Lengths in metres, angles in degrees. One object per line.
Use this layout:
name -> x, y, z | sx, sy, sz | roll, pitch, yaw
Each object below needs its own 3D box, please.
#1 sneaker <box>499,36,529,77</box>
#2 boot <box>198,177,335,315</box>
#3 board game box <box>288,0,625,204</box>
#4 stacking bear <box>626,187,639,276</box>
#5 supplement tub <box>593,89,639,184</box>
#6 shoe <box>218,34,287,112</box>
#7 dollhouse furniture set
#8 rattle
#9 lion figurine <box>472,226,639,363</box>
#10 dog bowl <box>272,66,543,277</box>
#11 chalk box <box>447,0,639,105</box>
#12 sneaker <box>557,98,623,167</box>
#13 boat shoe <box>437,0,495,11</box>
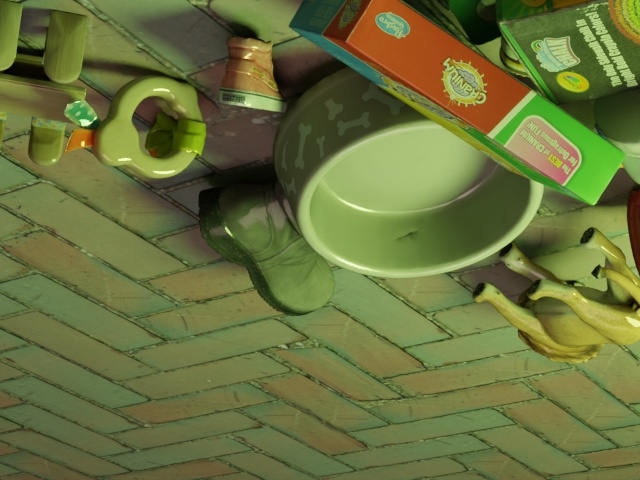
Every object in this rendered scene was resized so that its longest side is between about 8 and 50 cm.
sneaker -> 0.294, -0.218, 1.682 | 0.185, 0.070, 0.084 | 1, 159, 1
boot -> 0.000, 0.000, 2.114 | 0.222, 0.118, 0.338 | -16, 153, 22
board game box -> 0.137, -0.161, 1.586 | 0.316, 0.064, 0.242 | 31, -178, -18
stacking bear -> 0.571, -0.017, 1.985 | 0.289, 0.164, 0.175 | -1, 154, -3
supplement tub -> 0.437, -0.098, 1.613 | 0.191, 0.191, 0.272 | -20, 135, 38
shoe -> -0.074, -0.196, 1.770 | 0.063, 0.081, 0.178 | 10, -175, 11
dollhouse furniture set -> -0.401, -0.158, 1.758 | 0.242, 0.161, 0.212 | 9, 153, -13
rattle -> -0.251, -0.135, 1.833 | 0.199, 0.130, 0.142 | -18, -155, -32
lion figurine -> 0.378, 0.100, 2.153 | 0.240, 0.142, 0.392 | 36, 171, -15
dog bowl -> 0.117, -0.080, 1.866 | 0.348, 0.102, 0.349 | -5, 142, -4
chalk box -> 0.273, -0.260, 1.479 | 0.289, 0.179, 0.180 | -9, 153, 24
sneaker -> 0.394, -0.169, 1.754 | 0.296, 0.112, 0.131 | -10, 145, 4
boat shoe -> 0.106, -0.294, 1.530 | 0.081, 0.079, 0.227 | -18, 151, 28
